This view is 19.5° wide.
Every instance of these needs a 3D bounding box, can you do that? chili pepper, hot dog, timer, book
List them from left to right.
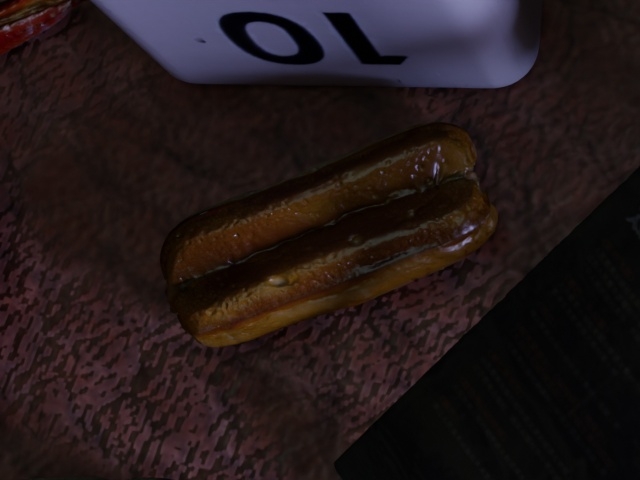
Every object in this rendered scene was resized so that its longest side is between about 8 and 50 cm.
[{"bbox_3d":[-0.197,-0.102,0.960,0.178,0.027,0.045,-18,77,11],"label":"chili pepper"},{"bbox_3d":[-0.004,-0.187,0.839,0.192,0.195,0.194,2,76,16],"label":"timer"},{"bbox_3d":[0.000,0.000,0.871,0.165,0.045,0.071,-22,74,10],"label":"hot dog"},{"bbox_3d":[0.117,0.090,0.772,0.228,0.024,0.160,-47,66,32],"label":"book"}]

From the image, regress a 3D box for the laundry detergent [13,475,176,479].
[{"bbox_3d":[-0.157,0.198,0.842,0.253,0.091,0.181,-7,73,14],"label":"laundry detergent"}]
